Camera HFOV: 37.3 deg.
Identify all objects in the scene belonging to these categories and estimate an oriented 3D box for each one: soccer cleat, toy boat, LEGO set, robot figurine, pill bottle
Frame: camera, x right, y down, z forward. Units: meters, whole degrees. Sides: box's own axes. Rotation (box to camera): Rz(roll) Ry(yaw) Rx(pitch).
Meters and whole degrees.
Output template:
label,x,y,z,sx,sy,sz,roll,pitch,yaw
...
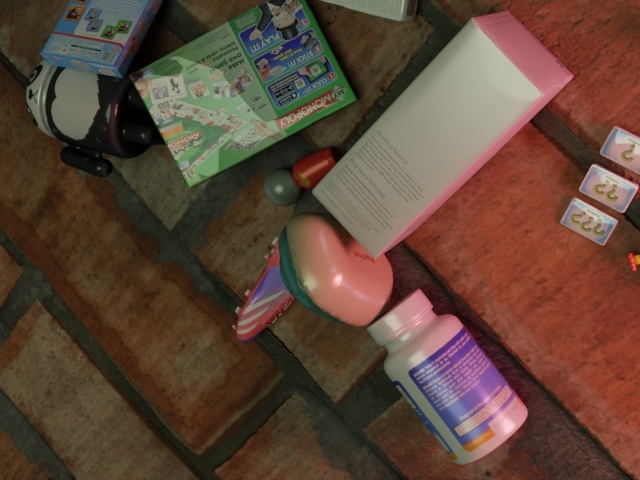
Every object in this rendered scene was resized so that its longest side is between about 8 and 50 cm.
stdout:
label,x,y,z,sx,sy,sz,roll,pitch,yaw
soccer cleat,-0.080,0.098,1.710,0.095,0.083,0.248,31,115,10
toy boat,0.000,0.000,1.574,0.148,0.267,0.318,-28,62,24
LEGO set,0.495,-0.032,1.393,0.244,0.060,0.182,31,121,14
robot figurine,-0.393,-0.244,1.697,0.278,0.209,0.173,17,152,21
pill bottle,0.202,0.218,1.563,0.152,0.152,0.272,-38,87,31

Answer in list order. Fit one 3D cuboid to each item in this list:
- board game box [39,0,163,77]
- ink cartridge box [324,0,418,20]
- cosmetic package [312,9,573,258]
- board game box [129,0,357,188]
label,x,y,z,sx,sy,sz,roll,pitch,yaw
board game box,-0.369,-0.388,1.644,0.160,0.039,0.211,14,70,22
ink cartridge box,0.081,-0.432,1.491,0.179,0.045,0.145,26,118,38
cosmetic package,0.183,-0.158,1.427,0.155,0.197,0.365,47,119,7
board game box,-0.127,-0.252,1.567,0.317,0.046,0.213,-27,94,6
